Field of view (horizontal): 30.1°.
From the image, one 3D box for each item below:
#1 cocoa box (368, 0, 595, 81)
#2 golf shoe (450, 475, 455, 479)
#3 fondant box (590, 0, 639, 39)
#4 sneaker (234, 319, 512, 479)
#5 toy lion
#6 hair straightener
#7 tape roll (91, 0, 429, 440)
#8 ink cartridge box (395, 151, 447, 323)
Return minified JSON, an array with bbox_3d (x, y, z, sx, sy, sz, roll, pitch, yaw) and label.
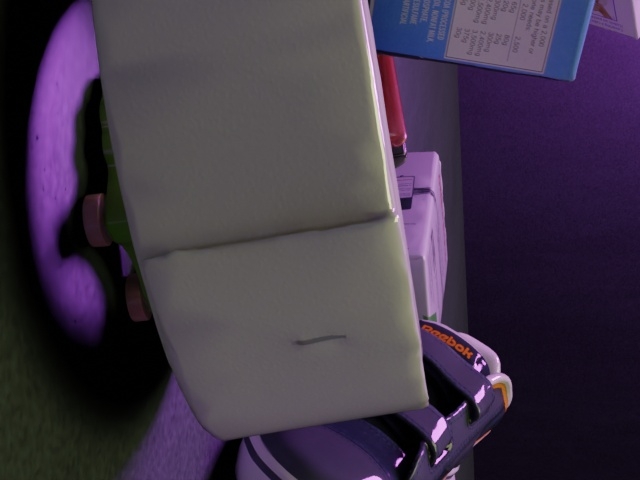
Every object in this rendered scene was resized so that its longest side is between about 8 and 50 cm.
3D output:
[{"bbox_3d":[0.082,-0.291,0.797,0.347,0.228,0.231,-75,173,-56],"label":"cocoa box"},{"bbox_3d":[0.104,0.260,0.915,0.306,0.140,0.115,-67,152,-68],"label":"golf shoe"},{"bbox_3d":[0.298,-0.391,1.101,0.238,0.096,0.330,-50,141,-19],"label":"fondant box"},{"bbox_3d":[0.047,0.118,0.820,0.127,0.126,0.321,-58,165,10],"label":"sneaker"},{"bbox_3d":[-0.081,-0.025,0.551,0.100,0.034,0.096,75,10,-53],"label":"toy lion"},{"bbox_3d":[0.038,-0.163,1.081,0.089,0.047,0.230,79,-2,-65],"label":"hair straightener"},{"bbox_3d":[-0.019,-0.053,0.554,0.286,0.100,0.286,-9,90,-87],"label":"tape roll"},{"bbox_3d":[0.082,0.021,1.255,0.208,0.087,0.153,-74,159,-56],"label":"ink cartridge box"}]
